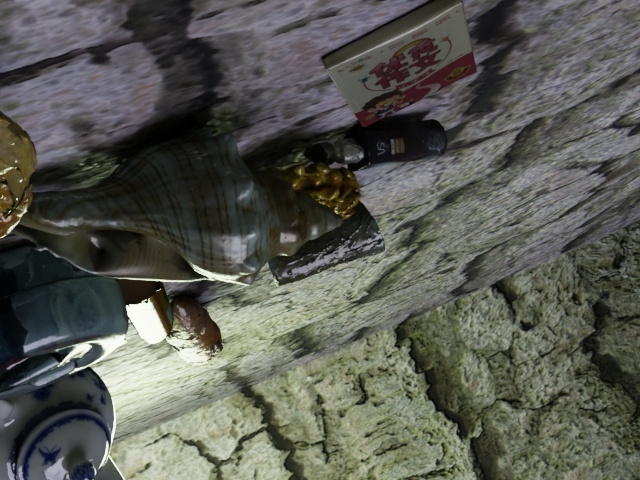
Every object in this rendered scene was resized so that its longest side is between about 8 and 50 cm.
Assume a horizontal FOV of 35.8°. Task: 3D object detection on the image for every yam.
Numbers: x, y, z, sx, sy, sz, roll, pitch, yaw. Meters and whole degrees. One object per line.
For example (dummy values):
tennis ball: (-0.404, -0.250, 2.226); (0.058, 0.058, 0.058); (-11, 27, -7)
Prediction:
yam: (0.000, 0.000, 1.570); (0.183, 0.107, 0.107); (-22, 166, -2)

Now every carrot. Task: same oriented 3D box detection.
carrot: (-0.237, 0.150, 1.789); (0.102, 0.102, 0.263); (-23, 160, -8)

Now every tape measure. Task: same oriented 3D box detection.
tape measure: (-0.371, 0.112, 1.261); (0.256, 0.147, 0.275); (-25, 167, 0)

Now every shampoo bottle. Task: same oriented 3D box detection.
shampoo bottle: (0.076, -0.126, 1.329); (0.208, 0.057, 0.063); (-10, 177, -36)

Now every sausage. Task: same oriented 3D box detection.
sausage: (-0.270, 0.101, 1.551); (0.082, 0.082, 0.371); (-22, 167, -10)

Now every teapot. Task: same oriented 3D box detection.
teapot: (-0.438, 0.312, 1.578); (0.252, 0.280, 0.424); (-50, 134, -13)

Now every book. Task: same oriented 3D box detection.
book: (0.099, -0.203, 1.154); (0.162, 0.022, 0.232); (-27, 167, 7)

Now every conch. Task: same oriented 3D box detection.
conch: (-0.166, -0.036, 1.085); (0.386, 0.169, 0.203); (11, 134, -5)

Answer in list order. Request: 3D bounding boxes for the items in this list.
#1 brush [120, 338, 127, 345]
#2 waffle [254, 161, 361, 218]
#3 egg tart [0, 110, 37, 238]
brush: (-0.404, 0.164, 1.667); (0.085, 0.020, 0.336); (-26, 167, 5)
waffle: (-0.042, -0.050, 1.287); (0.193, 0.070, 0.197); (-9, 173, 10)
egg tart: (-0.353, -0.054, 0.772); (0.291, 0.107, 0.291); (-19, 163, -6)
